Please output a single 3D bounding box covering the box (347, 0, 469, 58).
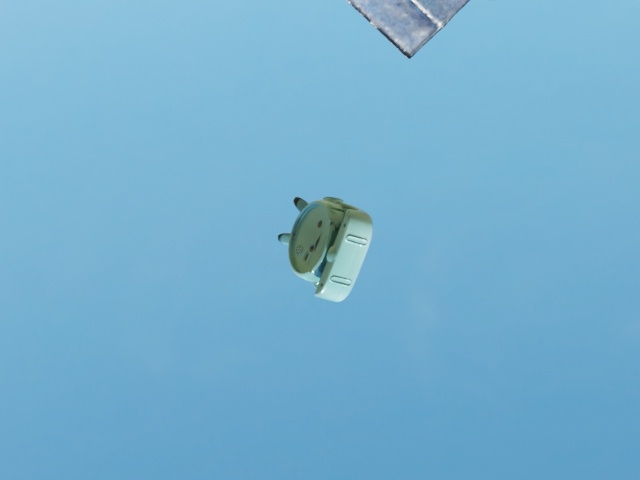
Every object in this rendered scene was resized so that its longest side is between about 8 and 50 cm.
[{"bbox_3d":[0.042,-0.381,1.706,0.116,0.261,0.279,-45,-159,17],"label":"box"}]

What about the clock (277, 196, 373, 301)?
[{"bbox_3d":[0.001,0.000,1.632,0.045,0.108,0.147,16,-170,-31],"label":"clock"}]
